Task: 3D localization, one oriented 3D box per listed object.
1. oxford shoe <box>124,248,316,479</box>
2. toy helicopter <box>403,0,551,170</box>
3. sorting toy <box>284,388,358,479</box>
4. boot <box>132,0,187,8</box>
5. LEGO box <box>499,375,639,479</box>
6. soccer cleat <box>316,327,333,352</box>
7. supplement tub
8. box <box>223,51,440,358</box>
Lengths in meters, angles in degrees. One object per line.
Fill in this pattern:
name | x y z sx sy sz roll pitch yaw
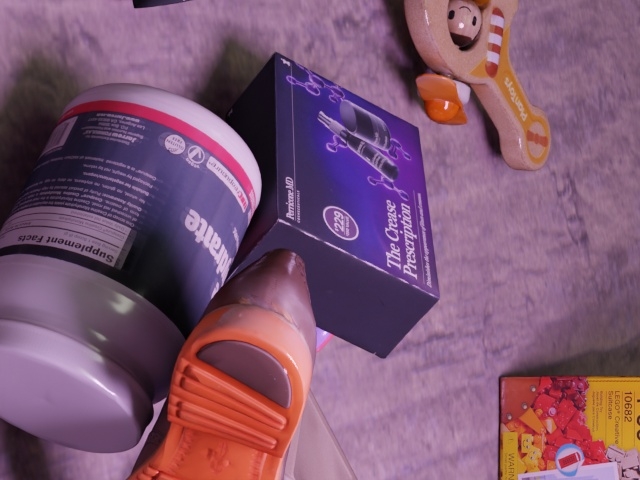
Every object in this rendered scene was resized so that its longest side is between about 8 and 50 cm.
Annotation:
oxford shoe | -0.076 0.161 1.282 0.130 0.364 0.133 24 40 -3
toy helicopter | 0.194 -0.201 1.917 0.355 0.140 0.235 55 48 -39
sorting toy | -0.013 0.246 1.636 0.196 0.047 0.348 -87 156 -57
boot | -0.129 -0.349 1.524 0.246 0.094 0.207 -46 127 -53
LEGO box | 0.423 0.419 1.970 0.193 0.372 0.500 9 79 -52
soccer cleat | 0.000 0.000 1.695 0.095 0.083 0.248 30 63 -26
supplement tub | -0.178 0.021 1.349 0.191 0.191 0.272 49 50 -39
box | 0.007 -0.038 1.543 0.184 0.103 0.261 23 36 -22
